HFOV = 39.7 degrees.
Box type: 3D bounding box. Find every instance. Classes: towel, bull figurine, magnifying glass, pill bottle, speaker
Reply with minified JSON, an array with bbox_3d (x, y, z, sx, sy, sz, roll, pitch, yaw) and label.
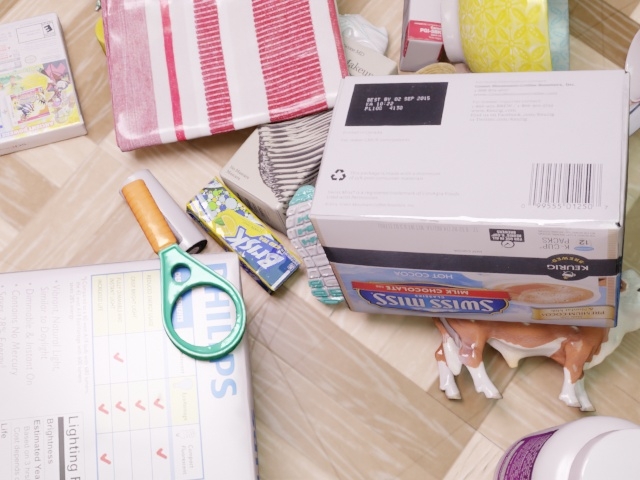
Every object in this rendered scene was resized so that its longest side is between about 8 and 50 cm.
[{"bbox_3d":[-0.134,-0.264,1.216,0.329,0.037,0.237,-11,78,5],"label":"towel"},{"bbox_3d":[0.296,0.124,1.173,0.311,0.101,0.188,4,77,8],"label":"bull figurine"},{"bbox_3d":[-0.161,0.030,0.999,0.092,0.026,0.231,-28,72,-12],"label":"magnifying glass"},{"bbox_3d":[0.312,0.292,1.024,0.169,0.301,0.169,1,74,-2],"label":"pill bottle"},{"bbox_3d":[-0.219,-0.034,1.228,0.055,0.055,0.136,-38,79,-12],"label":"speaker"}]

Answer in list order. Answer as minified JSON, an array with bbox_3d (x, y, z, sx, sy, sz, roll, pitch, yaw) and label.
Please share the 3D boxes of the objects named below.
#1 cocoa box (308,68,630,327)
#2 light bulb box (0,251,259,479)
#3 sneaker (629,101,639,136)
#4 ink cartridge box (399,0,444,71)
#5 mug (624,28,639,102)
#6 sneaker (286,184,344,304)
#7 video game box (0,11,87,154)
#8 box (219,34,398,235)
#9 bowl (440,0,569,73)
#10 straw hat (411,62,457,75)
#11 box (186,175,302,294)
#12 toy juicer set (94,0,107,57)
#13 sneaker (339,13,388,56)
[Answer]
[{"bbox_3d":[0.193,-0.050,1.090,0.347,0.228,0.231,2,56,18],"label":"cocoa box"},{"bbox_3d":[-0.259,0.223,1.061,0.361,0.225,0.357,-5,73,-5],"label":"light bulb box"},{"bbox_3d":[0.353,-0.140,1.261,0.258,0.094,0.091,-31,82,-10],"label":"sneaker"},{"bbox_3d":[0.153,-0.330,1.306,0.056,0.099,0.135,5,74,-1],"label":"ink cartridge box"},{"bbox_3d":[0.549,-0.233,1.297,0.169,0.113,0.150,4,83,-6],"label":"mug"},{"bbox_3d":[0.000,0.000,1.192,0.065,0.076,0.166,-7,111,16],"label":"sneaker"},{"bbox_3d":[-0.457,-0.218,1.276,0.205,0.048,0.187,-15,73,-6],"label":"video game box"},{"bbox_3d":[-0.009,-0.149,1.240,0.113,0.094,0.275,31,74,21],"label":"box"},{"bbox_3d":[0.256,-0.313,1.236,0.156,0.289,0.289,-1,72,21],"label":"bowl"},{"bbox_3d":[0.156,-0.181,1.280,0.061,0.144,0.144,40,72,-31],"label":"straw hat"},{"bbox_3d":[-0.105,-0.005,1.212,0.169,0.054,0.059,44,77,2],"label":"box"},{"bbox_3d":[-0.201,-0.411,1.318,0.329,0.089,0.209,-24,76,3],"label":"toy juicer set"},{"bbox_3d":[0.030,-0.313,1.326,0.152,0.053,0.061,22,65,-2],"label":"sneaker"}]
